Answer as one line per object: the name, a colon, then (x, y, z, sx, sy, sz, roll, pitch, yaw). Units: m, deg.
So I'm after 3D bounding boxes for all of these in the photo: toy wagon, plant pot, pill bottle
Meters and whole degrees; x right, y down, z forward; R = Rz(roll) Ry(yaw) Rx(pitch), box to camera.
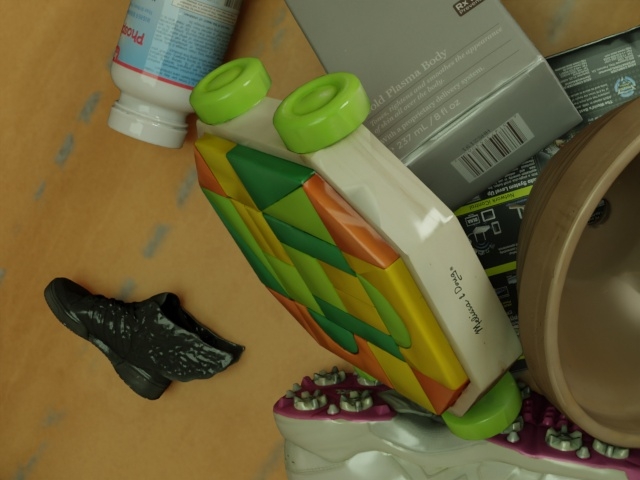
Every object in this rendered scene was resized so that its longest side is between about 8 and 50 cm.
toy wagon: (0.000, 0.000, 0.760, 0.068, 0.344, 0.267, -40, 120, -17)
plant pot: (0.204, 0.001, 0.673, 0.110, 0.237, 0.237, 39, 110, 55)
pill bottle: (-0.121, -0.161, 0.893, 0.087, 0.087, 0.160, 23, 100, 19)

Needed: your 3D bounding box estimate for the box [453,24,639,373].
box: (0.213, -0.034, 0.787, 0.270, 0.060, 0.216, -18, 87, 21)

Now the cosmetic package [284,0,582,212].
cosmetic package: (0.065, -0.148, 0.769, 0.127, 0.107, 0.238, -38, 58, 12)

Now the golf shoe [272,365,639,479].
golf shoe: (0.110, 0.180, 0.821, 0.306, 0.115, 0.140, 4, 103, 28)

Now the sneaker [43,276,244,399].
sneaker: (-0.155, 0.070, 0.940, 0.170, 0.051, 0.089, 43, 106, 9)
